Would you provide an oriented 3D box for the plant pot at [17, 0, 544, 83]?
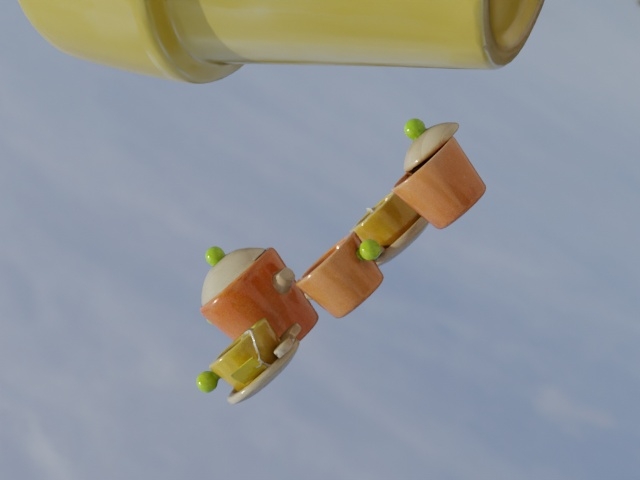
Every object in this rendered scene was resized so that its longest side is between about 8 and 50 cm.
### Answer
[{"bbox_3d":[-0.001,-0.194,0.828,0.239,0.254,0.254,15,-161,19],"label":"plant pot"}]

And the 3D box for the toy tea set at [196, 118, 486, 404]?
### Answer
[{"bbox_3d":[0.000,0.000,1.494,0.124,0.336,0.200,48,-174,-4],"label":"toy tea set"}]
